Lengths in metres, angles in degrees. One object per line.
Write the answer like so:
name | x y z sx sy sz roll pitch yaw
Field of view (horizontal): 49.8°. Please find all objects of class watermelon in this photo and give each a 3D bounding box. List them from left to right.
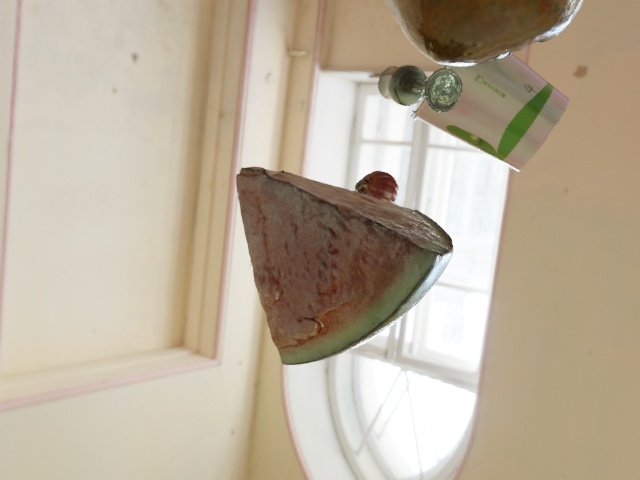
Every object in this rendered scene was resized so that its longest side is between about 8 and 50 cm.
watermelon | 0.025 0.022 0.982 0.293 0.283 0.250 56 -168 24

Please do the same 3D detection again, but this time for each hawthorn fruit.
hawthorn fruit | 0.182 -0.362 0.803 0.267 0.301 0.268 -33 -160 14

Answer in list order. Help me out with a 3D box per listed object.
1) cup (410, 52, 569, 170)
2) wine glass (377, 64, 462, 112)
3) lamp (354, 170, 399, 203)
cup | 0.376 -0.303 1.505 0.274 0.253 0.253 33 -171 3
wine glass | 0.179 -0.287 1.285 0.079 0.079 0.195 3 -165 -23
lamp | 0.116 -0.095 1.445 0.092 0.108 0.107 33 173 -29
